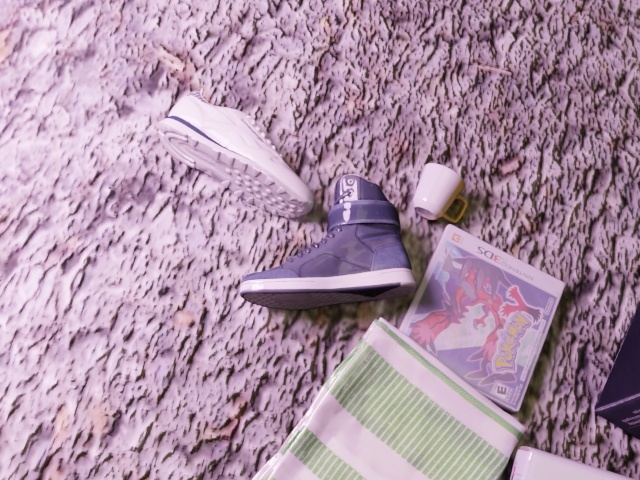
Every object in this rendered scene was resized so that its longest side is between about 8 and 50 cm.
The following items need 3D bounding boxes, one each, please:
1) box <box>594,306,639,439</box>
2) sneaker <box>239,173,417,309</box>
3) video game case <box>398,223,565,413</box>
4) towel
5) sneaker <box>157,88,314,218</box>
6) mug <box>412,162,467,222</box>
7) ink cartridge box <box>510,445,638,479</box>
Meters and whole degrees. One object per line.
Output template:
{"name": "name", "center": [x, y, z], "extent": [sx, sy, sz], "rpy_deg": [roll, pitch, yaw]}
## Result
{"name": "box", "center": [0.559, 0.179, 0.925], "extent": [0.312, 0.343, 0.179], "rpy_deg": [32, 66, 3]}
{"name": "sneaker", "center": [0.000, 0.001, 1.034], "extent": [0.226, 0.086, 0.163], "rpy_deg": [-5, 71, -13]}
{"name": "video game case", "center": [0.214, 0.101, 1.067], "extent": [0.183, 0.023, 0.201], "rpy_deg": [27, 67, 2]}
{"name": "towel", "center": [0.069, 0.285, 0.951], "extent": [0.248, 0.038, 0.325], "rpy_deg": [37, 71, 5]}
{"name": "sneaker", "center": [-0.100, -0.120, 1.069], "extent": [0.235, 0.090, 0.095], "rpy_deg": [34, 58, 3]}
{"name": "mug", "center": [0.165, -0.060, 1.104], "extent": [0.078, 0.062, 0.064], "rpy_deg": [27, 75, 8]}
{"name": "ink cartridge box", "center": [0.349, 0.443, 0.909], "extent": [0.324, 0.071, 0.330], "rpy_deg": [17, 79, 3]}
